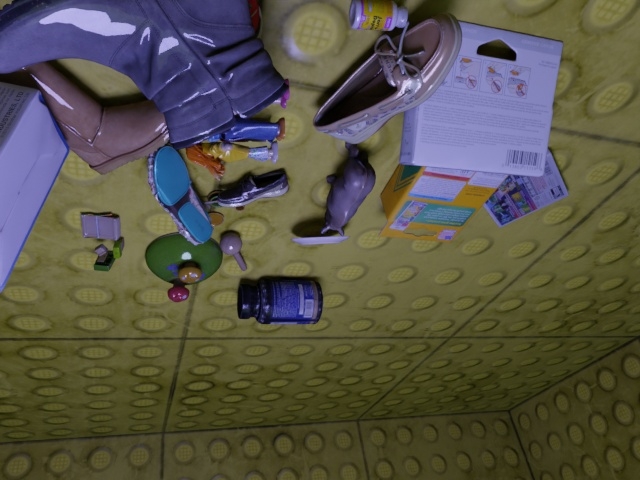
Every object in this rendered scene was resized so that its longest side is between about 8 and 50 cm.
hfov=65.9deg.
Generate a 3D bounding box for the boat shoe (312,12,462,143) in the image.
[{"bbox_3d":[0.102,-0.254,0.805,0.089,0.104,0.285,0,152,-41],"label":"boat shoe"}]

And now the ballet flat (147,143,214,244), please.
[{"bbox_3d":[-0.290,-0.088,0.977,0.091,0.077,0.241,-43,137,-30],"label":"ballet flat"}]

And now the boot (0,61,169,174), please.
[{"bbox_3d":[-0.380,-0.225,0.761,0.236,0.089,0.269,-25,141,20],"label":"boot"}]

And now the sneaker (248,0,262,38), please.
[{"bbox_3d":[-0.222,-0.318,0.688,0.279,0.107,0.118,-5,126,-13],"label":"sneaker"}]

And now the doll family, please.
[{"bbox_3d":[-0.146,-0.172,0.803,0.163,0.118,0.263,-1,170,-13],"label":"doll family"}]

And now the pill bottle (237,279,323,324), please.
[{"bbox_3d":[-0.112,0.168,1.350,0.219,0.123,0.123,4,143,-19],"label":"pill bottle"}]

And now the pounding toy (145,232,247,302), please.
[{"bbox_3d":[-0.298,0.074,1.181,0.237,0.110,0.183,-7,145,-5],"label":"pounding toy"}]

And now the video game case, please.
[{"bbox_3d":[0.485,-0.120,1.191,0.183,0.023,0.201,-28,142,23],"label":"video game case"}]

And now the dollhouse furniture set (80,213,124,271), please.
[{"bbox_3d":[-0.478,-0.007,1.095,0.076,0.058,0.152,5,123,-9],"label":"dollhouse furniture set"}]

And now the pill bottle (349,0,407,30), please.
[{"bbox_3d":[0.089,-0.344,0.753,0.083,0.043,0.043,-2,144,-12],"label":"pill bottle"}]

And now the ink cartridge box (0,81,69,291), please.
[{"bbox_3d":[-0.601,-0.102,0.662,0.395,0.270,0.151,11,150,-5],"label":"ink cartridge box"}]

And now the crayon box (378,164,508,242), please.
[{"bbox_3d":[0.268,-0.128,1.069,0.203,0.083,0.323,5,141,-20],"label":"crayon box"}]

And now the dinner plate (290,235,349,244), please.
[{"bbox_3d":[0.000,0.000,1.170,0.141,0.017,0.141,-3,180,0],"label":"dinner plate"}]

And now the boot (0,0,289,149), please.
[{"bbox_3d":[-0.222,-0.210,0.616,0.338,0.118,0.223,-21,114,-1],"label":"boot"}]

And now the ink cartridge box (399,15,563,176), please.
[{"bbox_3d":[0.283,-0.242,0.872,0.275,0.060,0.239,2,98,-18],"label":"ink cartridge box"}]

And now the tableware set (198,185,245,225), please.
[{"bbox_3d":[-0.239,-0.059,1.084,0.154,0.024,0.104,-20,144,13],"label":"tableware set"}]

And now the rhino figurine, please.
[{"bbox_3d":[0.048,-0.089,1.045,0.073,0.106,0.243,5,142,-20],"label":"rhino figurine"}]

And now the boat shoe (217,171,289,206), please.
[{"bbox_3d":[-0.141,-0.111,1.016,0.152,0.056,0.049,-17,137,-11],"label":"boat shoe"}]
